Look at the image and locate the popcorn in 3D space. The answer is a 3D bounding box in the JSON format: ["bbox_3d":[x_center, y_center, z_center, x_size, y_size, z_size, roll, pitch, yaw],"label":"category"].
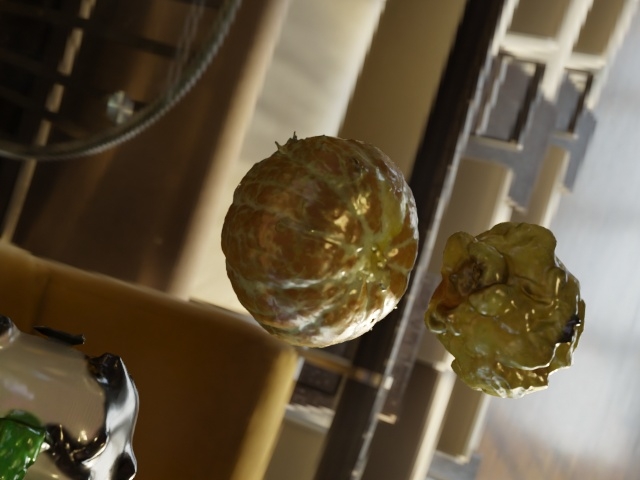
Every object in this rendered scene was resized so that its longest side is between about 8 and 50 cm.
[{"bbox_3d":[0.295,0.108,2.031,0.215,0.252,0.286,135,-38,-72],"label":"popcorn"}]

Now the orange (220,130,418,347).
[{"bbox_3d":[0.000,0.000,1.933,0.329,0.249,0.329,-20,124,-34],"label":"orange"}]

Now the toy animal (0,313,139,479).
[{"bbox_3d":[-0.273,0.209,1.082,0.212,0.212,0.267,66,29,-43],"label":"toy animal"}]
